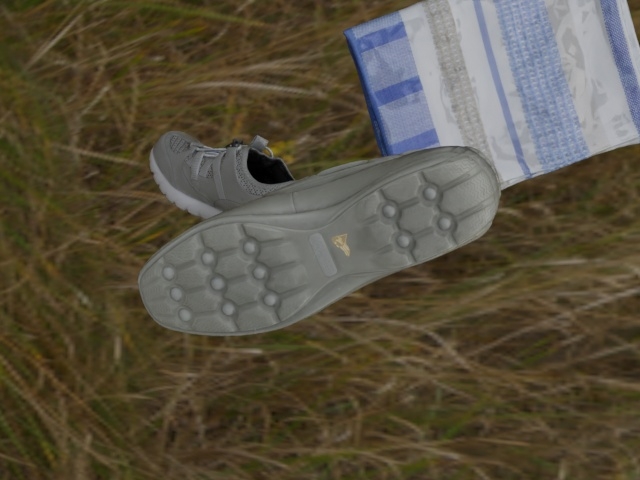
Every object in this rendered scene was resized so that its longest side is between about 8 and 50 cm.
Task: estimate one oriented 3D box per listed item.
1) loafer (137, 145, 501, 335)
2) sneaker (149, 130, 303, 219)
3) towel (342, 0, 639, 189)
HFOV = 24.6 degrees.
[{"bbox_3d":[0.000,0.000,1.244,0.320,0.111,0.112,-16,100,14],"label":"loafer"},{"bbox_3d":[-0.087,-0.072,1.662,0.105,0.281,0.115,-1,116,-45],"label":"sneaker"},{"bbox_3d":[0.185,-0.156,1.448,0.285,0.034,0.209,-19,102,-6],"label":"towel"}]
